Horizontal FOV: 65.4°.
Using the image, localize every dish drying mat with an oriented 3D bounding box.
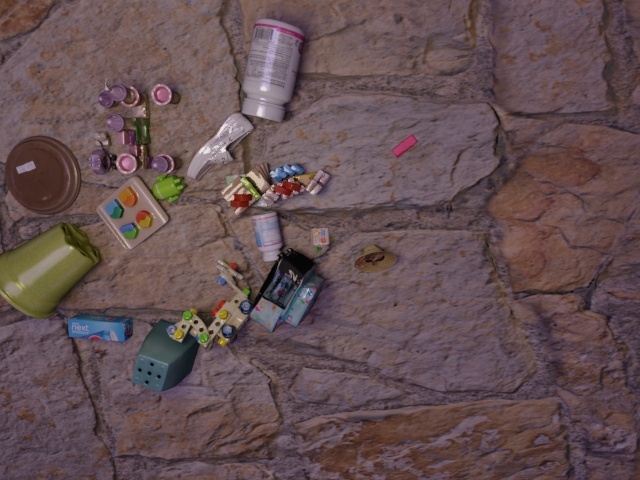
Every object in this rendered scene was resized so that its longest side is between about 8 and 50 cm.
[{"bbox_3d":[0.274,-0.308,1.628,0.083,0.008,0.032,-38,96,9],"label":"dish drying mat"}]

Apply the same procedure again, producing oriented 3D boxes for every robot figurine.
[{"bbox_3d":[-0.517,-0.179,1.691,0.115,0.067,0.101,-20,110,9],"label":"robot figurine"}]

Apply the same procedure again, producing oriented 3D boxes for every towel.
[{"bbox_3d":[-0.244,-0.171,1.695,0.152,0.023,0.113,-1,98,7],"label":"towel"}]

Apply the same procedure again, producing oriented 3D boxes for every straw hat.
[{"bbox_3d":[0.178,0.048,1.671,0.145,0.144,0.061,-13,56,7],"label":"straw hat"}]

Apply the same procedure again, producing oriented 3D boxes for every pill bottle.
[{"bbox_3d":[-0.175,-0.015,1.681,0.087,0.087,0.160,-9,100,7],"label":"pill bottle"},{"bbox_3d":[-0.153,-0.521,1.550,0.161,0.160,0.282,14,101,2],"label":"pill bottle"}]

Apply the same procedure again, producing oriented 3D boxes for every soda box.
[{"bbox_3d":[-0.795,0.314,1.805,0.210,0.067,0.071,4,100,5],"label":"soda box"}]

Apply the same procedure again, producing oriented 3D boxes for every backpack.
[{"bbox_3d":[-0.113,0.180,1.643,0.191,0.225,0.253,37,105,3],"label":"backpack"}]

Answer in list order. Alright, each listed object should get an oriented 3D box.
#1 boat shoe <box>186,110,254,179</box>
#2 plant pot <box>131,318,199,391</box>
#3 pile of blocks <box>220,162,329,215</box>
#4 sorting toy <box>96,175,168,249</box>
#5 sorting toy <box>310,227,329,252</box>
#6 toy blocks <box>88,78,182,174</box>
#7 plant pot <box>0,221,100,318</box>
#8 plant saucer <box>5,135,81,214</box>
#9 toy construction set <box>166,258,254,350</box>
[{"bbox_3d":[-0.327,-0.293,1.639,0.096,0.098,0.277,42,100,-2],"label":"boat shoe"},{"bbox_3d":[-0.541,0.408,1.715,0.166,0.234,0.165,19,102,2],"label":"plant pot"},{"bbox_3d":[-0.150,-0.184,1.616,0.363,0.112,0.148,-15,98,1],"label":"pile of blocks"},{"bbox_3d":[-0.655,-0.090,1.723,0.208,0.038,0.193,-33,96,18],"label":"sorting toy"},{"bbox_3d":[0.000,0.000,1.705,0.062,0.012,0.083,-3,100,5],"label":"sorting toy"},{"bbox_3d":[-0.621,-0.347,1.573,0.309,0.260,0.288,2,101,5],"label":"toy blocks"},{"bbox_3d":[-0.911,0.080,1.694,0.254,0.276,0.276,-38,95,-2],"label":"plant pot"},{"bbox_3d":[-0.976,-0.225,1.739,0.278,0.041,0.277,1,101,6],"label":"plant saucer"},{"bbox_3d":[-0.354,0.236,1.705,0.215,0.151,0.327,31,81,14],"label":"toy construction set"}]
